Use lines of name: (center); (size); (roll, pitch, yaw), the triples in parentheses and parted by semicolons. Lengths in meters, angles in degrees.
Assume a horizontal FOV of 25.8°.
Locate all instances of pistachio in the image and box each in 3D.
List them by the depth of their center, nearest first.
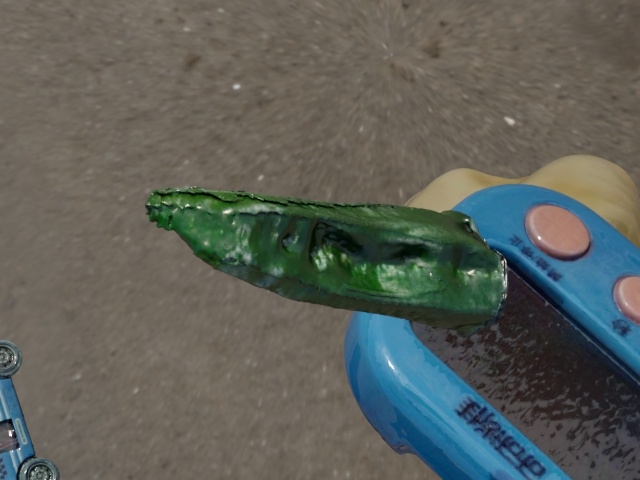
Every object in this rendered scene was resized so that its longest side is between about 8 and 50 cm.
pistachio: (0.248, 0.054, 1.721); (0.365, 0.445, 0.281); (-51, 129, -14)

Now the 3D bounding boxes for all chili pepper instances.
chili pepper: (0.000, 0.000, 0.783); (0.227, 0.088, 0.059); (13, 120, -34)

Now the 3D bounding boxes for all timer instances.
timer: (0.201, 0.120, 1.197); (0.340, 0.309, 0.115); (42, 141, 12)

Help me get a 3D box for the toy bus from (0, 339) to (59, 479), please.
toy bus: (-0.378, 0.216, 1.533); (0.134, 0.113, 0.246); (-14, 74, -23)
